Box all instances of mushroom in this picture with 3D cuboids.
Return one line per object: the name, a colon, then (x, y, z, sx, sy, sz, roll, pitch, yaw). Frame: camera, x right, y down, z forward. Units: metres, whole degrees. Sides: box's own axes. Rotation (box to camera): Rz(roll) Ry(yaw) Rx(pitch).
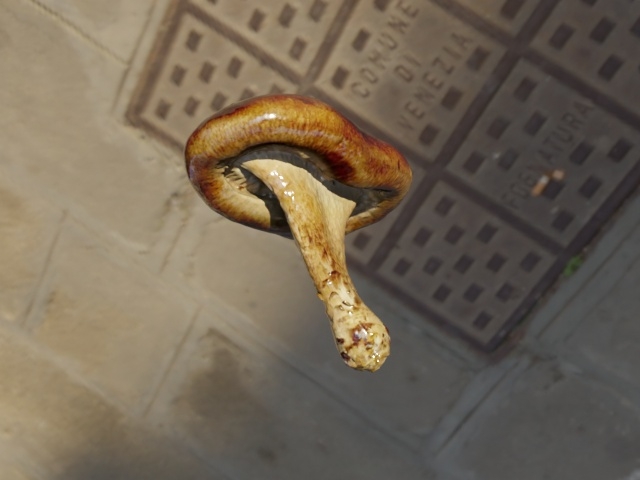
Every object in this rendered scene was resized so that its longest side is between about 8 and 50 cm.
mushroom: (0.000, 0.000, 0.816, 0.227, 0.218, 0.148, 18, 137, -40)
